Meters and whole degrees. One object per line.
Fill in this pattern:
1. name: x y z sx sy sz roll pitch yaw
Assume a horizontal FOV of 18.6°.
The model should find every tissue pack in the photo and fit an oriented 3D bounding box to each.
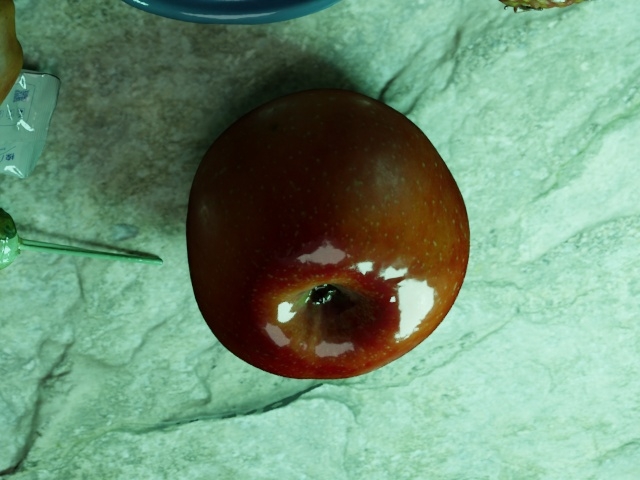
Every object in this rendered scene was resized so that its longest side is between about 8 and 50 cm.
1. tissue pack: -0.334 -0.111 1.725 0.193 0.026 0.123 7 129 -15

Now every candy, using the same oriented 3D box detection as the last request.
1. candy: -0.241 0.007 1.836 0.202 0.061 0.061 7 129 -25

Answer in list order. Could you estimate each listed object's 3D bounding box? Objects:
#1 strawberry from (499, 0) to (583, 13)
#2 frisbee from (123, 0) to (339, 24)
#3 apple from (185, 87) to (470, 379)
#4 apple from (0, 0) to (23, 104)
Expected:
1. strawberry: 0.249 -0.286 1.602 0.233 0.138 0.306 2 128 -13
2. frisbee: -0.072 -0.272 1.588 0.289 0.049 0.289 -2 152 -1
3. apple: 0.000 0.000 1.753 0.260 0.216 0.260 -2 130 -3
4. apple: -0.330 -0.165 1.602 0.158 0.156 0.147 -37 134 -15
